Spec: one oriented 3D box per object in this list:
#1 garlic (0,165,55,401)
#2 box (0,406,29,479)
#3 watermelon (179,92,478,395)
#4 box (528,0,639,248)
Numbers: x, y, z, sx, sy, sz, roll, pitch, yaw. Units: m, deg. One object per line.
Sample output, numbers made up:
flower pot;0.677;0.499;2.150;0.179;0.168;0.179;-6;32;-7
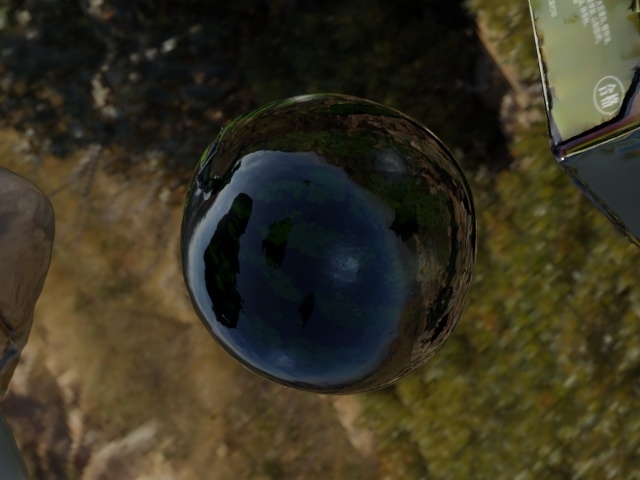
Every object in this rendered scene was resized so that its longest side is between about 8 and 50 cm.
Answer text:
garlic;-0.270;0.042;1.015;0.143;0.229;0.178;31;169;22
box;-0.473;0.145;1.302;0.111;0.396;0.396;12;126;61
watermelon;0.005;0.002;1.362;0.269;0.269;0.269;25;132;31
box;0.378;-0.197;1.873;0.138;0.420;0.373;-22;143;26
